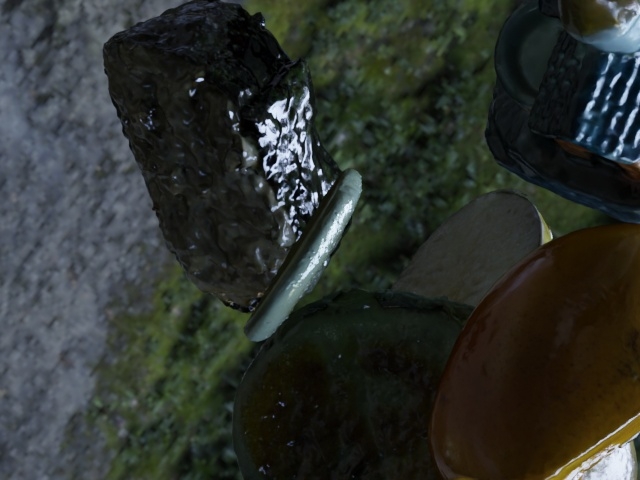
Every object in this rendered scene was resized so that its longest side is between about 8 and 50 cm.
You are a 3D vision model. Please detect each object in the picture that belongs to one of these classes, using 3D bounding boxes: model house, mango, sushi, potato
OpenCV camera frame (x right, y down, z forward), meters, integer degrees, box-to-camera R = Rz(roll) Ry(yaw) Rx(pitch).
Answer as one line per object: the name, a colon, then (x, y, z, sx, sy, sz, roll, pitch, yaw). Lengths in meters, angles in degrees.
model house: (0.207, -0.168, 0.877, 0.253, 0.184, 0.291, -67, 156, 3)
mango: (0.179, 0.090, 0.840, 0.252, 0.154, 0.126, -53, 164, -15)
sushi: (-0.100, -0.088, 1.274, 0.211, 0.350, 0.171, -8, -154, 30)
potato: (0.232, 0.185, 1.363, 0.290, 0.296, 0.397, -34, -151, 33)

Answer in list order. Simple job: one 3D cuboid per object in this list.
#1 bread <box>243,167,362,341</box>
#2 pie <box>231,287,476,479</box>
bread: (0.000, 0.001, 1.054, 0.193, 0.036, 0.112, -60, -176, -33)
pie: (0.058, 0.184, 1.081, 0.302, 0.302, 0.067, -55, 167, 9)
